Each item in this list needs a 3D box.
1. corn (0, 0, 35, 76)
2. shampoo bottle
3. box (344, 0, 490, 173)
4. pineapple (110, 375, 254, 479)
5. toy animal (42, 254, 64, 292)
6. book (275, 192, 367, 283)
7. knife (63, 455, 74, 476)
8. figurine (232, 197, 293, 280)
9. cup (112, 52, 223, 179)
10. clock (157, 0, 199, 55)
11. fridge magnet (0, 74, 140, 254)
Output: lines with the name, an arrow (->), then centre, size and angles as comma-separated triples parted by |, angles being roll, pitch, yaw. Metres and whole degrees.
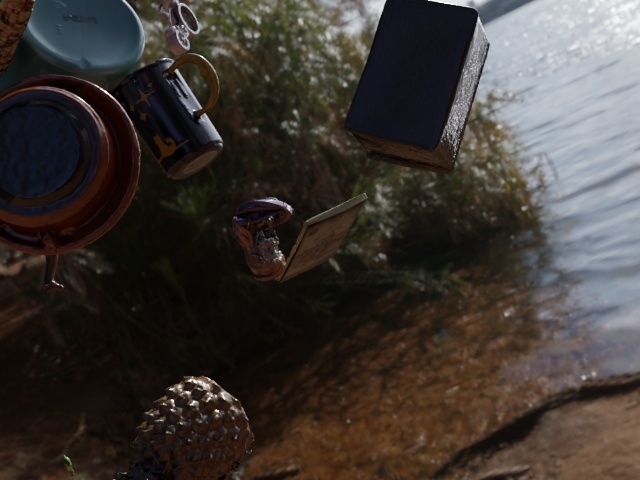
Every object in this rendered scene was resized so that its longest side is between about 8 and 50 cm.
corn -> -0.712, -0.467, 1.938 | 0.280, 0.092, 0.092 | -42, -5, 39
shampoo bottle -> -0.649, -0.446, 2.211 | 0.331, 0.331, 0.343 | -33, -11, -42
box -> 0.175, -0.279, 1.559 | 0.184, 0.273, 0.143 | 15, -6, 23
pineapple -> -0.296, 0.441, 1.652 | 0.223, 0.223, 0.357 | -16, 25, 49
toy animal -> -0.711, 0.000, 2.318 | 0.230, 0.224, 0.066 | -47, 1, -26
book -> 0.001, 0.001, 1.769 | 0.157, 0.026, 0.231 | -26, -19, -31
knife -> -0.618, 0.543, 2.116 | 0.015, 0.054, 0.212 | -20, -13, -20
figurine -> -0.112, -0.005, 1.634 | 0.114, 0.157, 0.126 | 8, 9, 29
cup -> -0.352, -0.308, 2.098 | 0.178, 0.256, 0.255 | -31, -6, -30
clock -> -0.262, -0.393, 1.585 | 0.041, 0.087, 0.129 | -23, 37, 22
fridge magnet -> -0.534, -0.152, 1.696 | 0.363, 0.364, 0.155 | -26, -9, -1
